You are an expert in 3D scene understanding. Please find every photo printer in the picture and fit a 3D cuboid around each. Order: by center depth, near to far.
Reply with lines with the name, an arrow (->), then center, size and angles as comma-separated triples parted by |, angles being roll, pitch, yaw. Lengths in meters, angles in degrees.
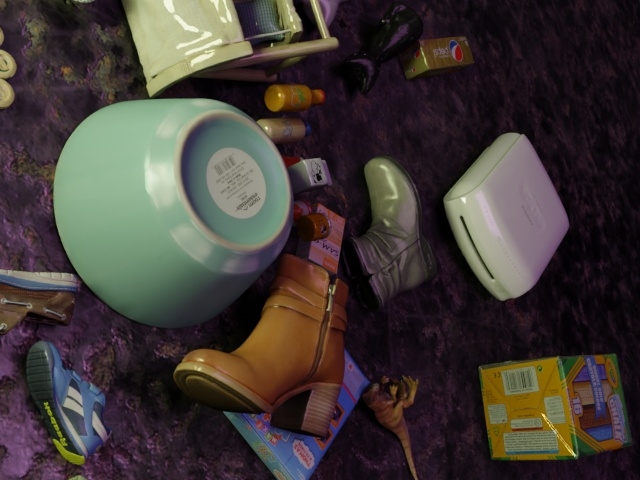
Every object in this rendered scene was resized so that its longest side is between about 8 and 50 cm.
photo printer -> 0.373, -0.046, 1.533 | 0.307, 0.107, 0.256 | -43, 108, -44

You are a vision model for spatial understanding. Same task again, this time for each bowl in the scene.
bowl -> -0.155, -0.054, 0.961 | 0.312, 0.163, 0.311 | 16, 66, -41

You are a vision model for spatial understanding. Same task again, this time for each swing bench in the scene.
swing bench -> -0.143, -0.356, 1.069 | 0.255, 0.165, 0.253 | -19, 91, -46

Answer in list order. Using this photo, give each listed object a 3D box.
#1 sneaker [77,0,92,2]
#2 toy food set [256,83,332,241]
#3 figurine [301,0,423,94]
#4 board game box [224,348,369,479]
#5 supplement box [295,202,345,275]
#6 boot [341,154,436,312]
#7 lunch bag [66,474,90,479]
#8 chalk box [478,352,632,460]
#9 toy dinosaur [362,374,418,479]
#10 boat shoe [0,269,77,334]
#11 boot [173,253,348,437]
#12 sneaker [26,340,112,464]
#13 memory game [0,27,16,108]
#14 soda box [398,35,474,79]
sneaker -> -0.318, -0.441, 0.962 | 0.153, 0.101, 0.268 | -40, 103, -42
toy food set -> -0.027, -0.111, 1.143 | 0.105, 0.111, 0.232 | -13, 84, -46
figurine -> 0.066, -0.393, 1.357 | 0.215, 0.092, 0.209 | 51, 51, -20
board game box -> -0.028, 0.220, 1.087 | 0.160, 0.039, 0.211 | 56, 45, -17
supplement box -> 0.000, 0.000, 1.190 | 0.062, 0.036, 0.098 | 29, 58, -35
boot -> 0.098, -0.016, 1.268 | 0.161, 0.083, 0.246 | -19, 89, -41
lunch bag -> -0.205, 0.409, 0.751 | 0.235, 0.169, 0.287 | 30, 53, -32
chalk box -> 0.465, 0.315, 1.456 | 0.289, 0.180, 0.179 | 7, 72, -43
toy dinosaur -> 0.117, 0.279, 1.217 | 0.112, 0.064, 0.211 | -55, 128, -28
boat shoe -> -0.339, 0.066, 0.802 | 0.183, 0.066, 0.066 | 3, 76, -45
boot -> -0.056, 0.117, 0.973 | 0.283, 0.109, 0.220 | 30, 64, -42
sneaker -> -0.277, 0.172, 0.843 | 0.059, 0.053, 0.144 | -30, 107, -46
memory game -> -0.427, -0.204, 0.841 | 0.186, 0.012, 0.186 | 16, 66, -42
soda box -> 0.234, -0.368, 1.534 | 0.181, 0.058, 0.061 | -21, 92, -46
